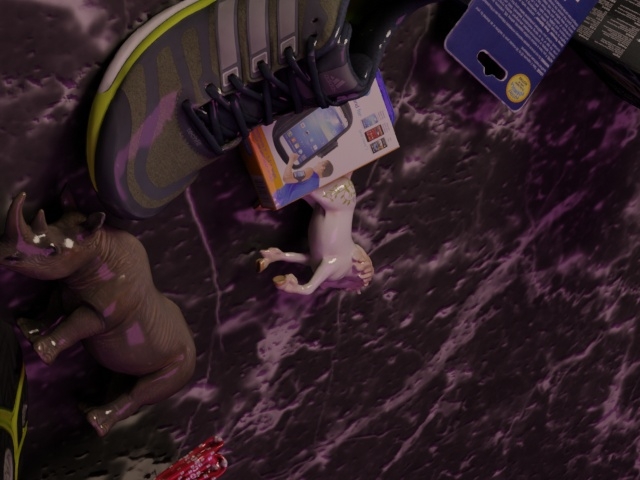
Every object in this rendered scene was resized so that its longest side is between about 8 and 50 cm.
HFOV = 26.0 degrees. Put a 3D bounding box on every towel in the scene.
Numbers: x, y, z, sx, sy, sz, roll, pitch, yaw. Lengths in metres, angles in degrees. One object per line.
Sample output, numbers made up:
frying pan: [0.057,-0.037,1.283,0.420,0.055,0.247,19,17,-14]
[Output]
towel: [-0.195,0.254,1.075,0.275,0.031,0.199,-35,174,-20]

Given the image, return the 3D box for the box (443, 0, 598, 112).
box: [0.188,-0.228,1.145,0.225,0.036,0.136,-55,139,2]

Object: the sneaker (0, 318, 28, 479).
sneaker: [-0.282,0.098,0.914,0.147,0.145,0.384,-3,131,-2]

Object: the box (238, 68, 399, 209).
box: [0.002,-0.088,1.064,0.136,0.028,0.081,-28,108,-22]

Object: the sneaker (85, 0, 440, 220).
sneaker: [-0.037,-0.124,0.952,0.300,0.121,0.111,-47,139,-5]

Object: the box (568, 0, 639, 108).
box: [0.314,-0.151,1.205,0.077,0.180,0.147,-54,140,3]

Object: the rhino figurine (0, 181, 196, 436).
rhino figurine: [-0.164,0.045,1.000,0.106,0.073,0.243,-37,136,-12]

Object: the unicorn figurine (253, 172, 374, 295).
unicorn figurine: [0.000,0.000,1.124,0.111,0.060,0.161,-10,128,-32]
